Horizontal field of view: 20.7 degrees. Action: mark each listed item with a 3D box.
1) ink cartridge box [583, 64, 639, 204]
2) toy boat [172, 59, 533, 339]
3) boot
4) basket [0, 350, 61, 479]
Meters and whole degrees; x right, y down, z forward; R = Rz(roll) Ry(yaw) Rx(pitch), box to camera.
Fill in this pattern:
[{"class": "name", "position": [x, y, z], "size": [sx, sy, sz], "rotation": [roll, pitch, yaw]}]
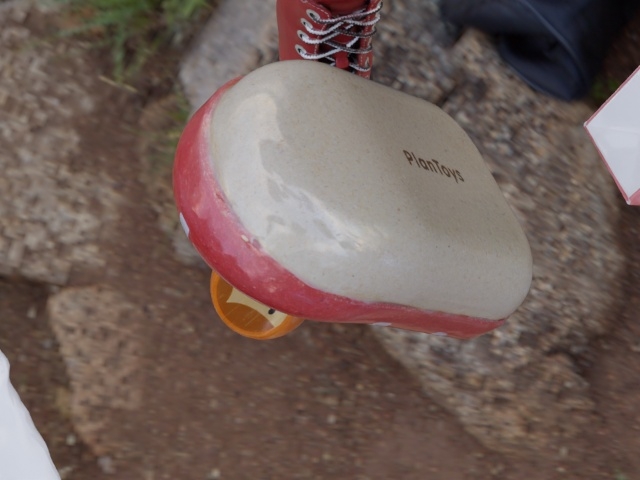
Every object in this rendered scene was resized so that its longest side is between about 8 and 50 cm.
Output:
[{"class": "ink cartridge box", "position": [0.275, -0.079, 1.087], "size": [0.115, 0.198, 0.067], "rotation": [-49, 54, 38]}, {"class": "toy boat", "position": [0.000, 0.000, 0.954], "size": [0.151, 0.231, 0.151], "rotation": [-38, 64, 24]}, {"class": "boot", "position": [0.015, -0.122, 1.013], "size": [0.088, 0.244, 0.176], "rotation": [-4, 106, -9]}, {"class": "basket", "position": [-0.332, 0.162, 0.891], "size": [0.266, 0.331, 0.328], "rotation": [-34, 79, 32]}]
